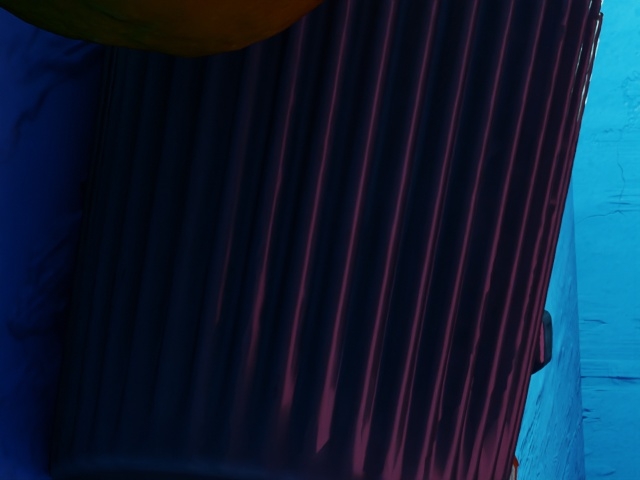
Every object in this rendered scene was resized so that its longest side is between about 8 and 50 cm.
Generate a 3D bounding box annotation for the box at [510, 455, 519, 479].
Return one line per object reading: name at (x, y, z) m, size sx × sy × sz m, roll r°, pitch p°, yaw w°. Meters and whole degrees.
box at (0.133, 0.299, 1.689) m, size 0.099 × 0.133 × 0.182 m, roll 59°, pitch 35°, yaw -59°

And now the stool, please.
stool at (0.000, 0.000, 0.933) m, size 0.297 × 0.297 × 0.330 m, roll 55°, pitch 41°, yaw -64°

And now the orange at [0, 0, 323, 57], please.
orange at (-0.073, -0.210, 0.711) m, size 0.261 × 0.261 × 0.261 m, roll 0°, pitch 90°, yaw -75°

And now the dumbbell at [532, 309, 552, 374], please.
dumbbell at (0.200, -0.003, 1.921) m, size 0.144 × 0.160 × 0.325 m, roll -178°, pitch -93°, yaw -74°
